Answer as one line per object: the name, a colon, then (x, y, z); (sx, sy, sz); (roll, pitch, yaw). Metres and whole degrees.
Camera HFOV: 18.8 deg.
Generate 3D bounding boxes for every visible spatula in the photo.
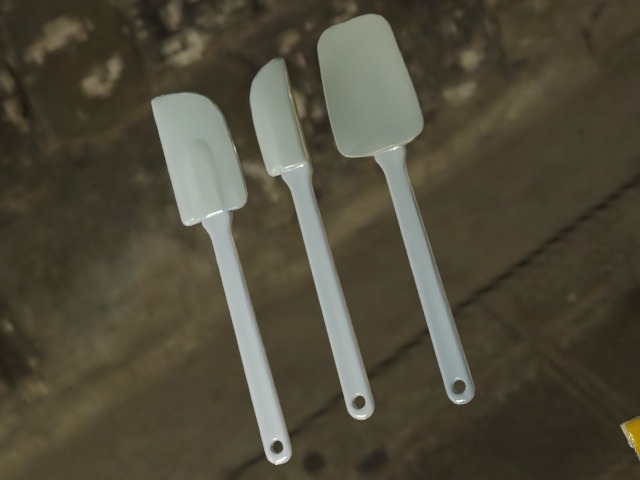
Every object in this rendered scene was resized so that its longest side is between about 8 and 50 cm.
spatula: (0.000, 0.000, 1.164); (0.168, 0.019, 0.242); (-19, 80, 15)

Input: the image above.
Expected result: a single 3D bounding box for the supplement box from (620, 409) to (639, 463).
supplement box: (0.512, 0.193, 1.934); (0.357, 0.195, 0.194); (-25, 84, 17)
